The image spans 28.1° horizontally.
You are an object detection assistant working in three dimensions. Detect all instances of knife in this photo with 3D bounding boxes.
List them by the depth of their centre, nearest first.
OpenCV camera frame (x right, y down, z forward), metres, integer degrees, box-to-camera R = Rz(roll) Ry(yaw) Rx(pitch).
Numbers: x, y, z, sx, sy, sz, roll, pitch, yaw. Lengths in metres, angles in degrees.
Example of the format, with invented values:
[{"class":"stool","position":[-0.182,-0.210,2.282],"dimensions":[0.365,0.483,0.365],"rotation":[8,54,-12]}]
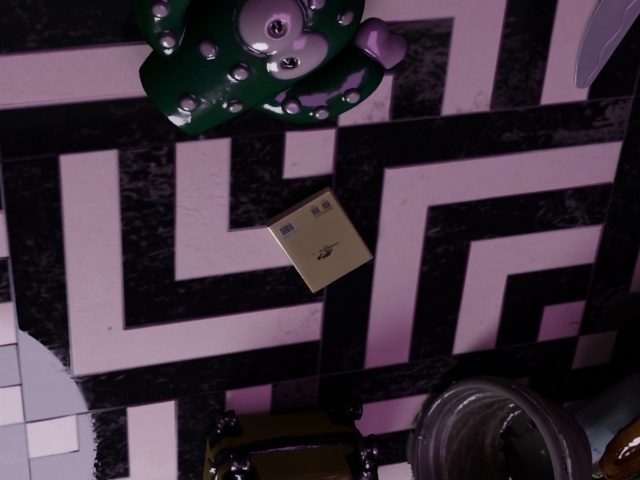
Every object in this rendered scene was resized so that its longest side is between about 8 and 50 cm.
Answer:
[{"class":"knife","position":[0.318,-0.255,1.281],"dimensions":[0.058,0.032,0.244],"rotation":[18,121,-33]}]

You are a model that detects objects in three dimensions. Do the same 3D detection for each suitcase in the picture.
[{"class":"suitcase","position":[-0.037,0.307,1.482],"dimensions":[0.193,0.143,0.235],"rotation":[-4,127,-18]}]

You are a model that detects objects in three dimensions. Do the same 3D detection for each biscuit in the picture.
[{"class":"biscuit","position":[0.482,0.187,1.520],"dimensions":[0.359,0.046,0.359],"rotation":[-25,159,-11]}]

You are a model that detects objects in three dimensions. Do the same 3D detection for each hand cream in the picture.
[{"class":"hand cream","position":[0.307,0.282,1.656],"dimensions":[0.320,0.067,0.109],"rotation":[-40,130,16]}]

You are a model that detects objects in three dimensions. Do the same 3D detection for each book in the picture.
[{"class":"book","position":[0.000,0.000,1.353],"dimensions":[0.077,0.014,0.111],"rotation":[-30,129,4]}]

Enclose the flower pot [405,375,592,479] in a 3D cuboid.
[{"class":"flower pot","position":[0.234,0.270,1.532],"dimensions":[0.140,0.235,0.235],"rotation":[-1,128,-47]}]

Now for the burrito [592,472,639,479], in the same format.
[{"class":"burrito","position":[0.454,0.311,1.675],"dimensions":[0.288,0.104,0.054],"rotation":[-13,126,20]}]

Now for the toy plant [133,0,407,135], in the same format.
[{"class":"toy plant","position":[-0.048,-0.194,1.129],"dimensions":[0.243,0.113,0.233],"rotation":[-15,134,-2]}]
